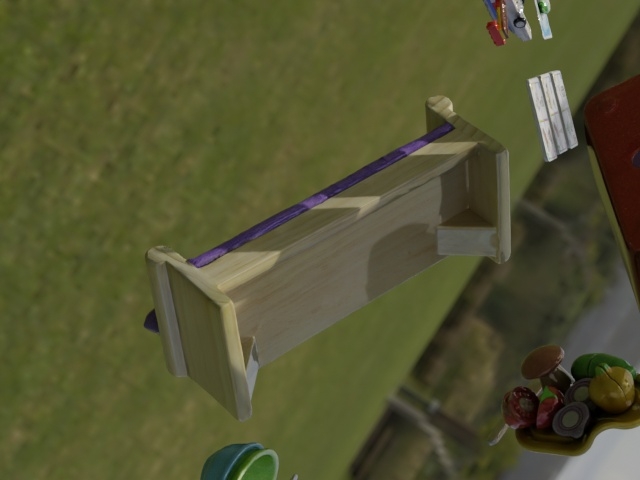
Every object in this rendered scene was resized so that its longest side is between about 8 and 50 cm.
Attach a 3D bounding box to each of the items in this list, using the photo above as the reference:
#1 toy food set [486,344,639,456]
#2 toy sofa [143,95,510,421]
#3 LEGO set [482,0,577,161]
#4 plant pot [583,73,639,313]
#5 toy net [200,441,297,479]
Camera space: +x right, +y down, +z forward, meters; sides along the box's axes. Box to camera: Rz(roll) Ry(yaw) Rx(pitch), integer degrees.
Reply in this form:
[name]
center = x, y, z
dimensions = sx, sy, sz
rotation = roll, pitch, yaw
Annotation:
[toy food set]
center = 0.252, 0.158, 2.056
dimensions = 0.128, 0.071, 0.218
rotation = -44, -158, -28
[toy sofa]
center = 0.000, 0.000, 1.905
dimensions = 0.362, 0.177, 0.150
rotation = -29, 135, -25
[LEGO set]
center = 0.180, -0.195, 1.839
dimensions = 0.060, 0.244, 0.182
rotation = -13, -176, 17
[plant pot]
center = 0.354, -0.023, 1.588
dimensions = 0.267, 0.236, 0.267
rotation = -25, -137, 15
[toy net]
center = -0.056, 0.237, 1.614
dimensions = 0.122, 0.045, 0.232
rotation = -63, 155, -9
